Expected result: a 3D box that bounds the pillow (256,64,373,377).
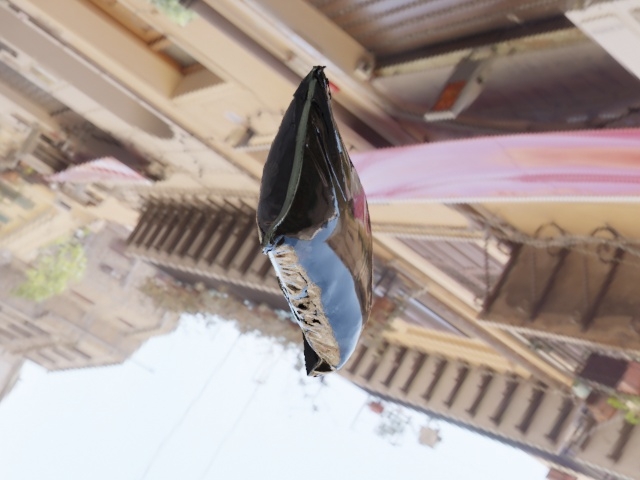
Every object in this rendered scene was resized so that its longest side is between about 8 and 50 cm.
[{"bbox_3d":[0.001,0.000,0.468,0.048,0.150,0.090,-8,-123,5],"label":"pillow"}]
